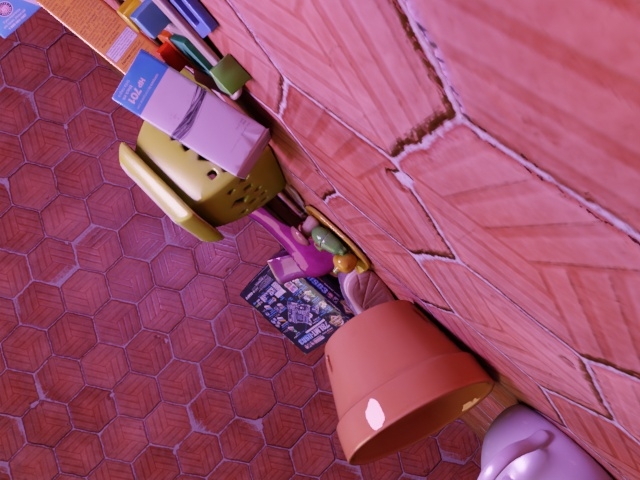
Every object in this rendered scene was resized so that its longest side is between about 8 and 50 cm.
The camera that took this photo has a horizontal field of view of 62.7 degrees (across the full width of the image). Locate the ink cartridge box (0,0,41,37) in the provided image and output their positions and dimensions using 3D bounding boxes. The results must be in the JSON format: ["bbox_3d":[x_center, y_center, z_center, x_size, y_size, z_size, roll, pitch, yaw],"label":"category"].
[{"bbox_3d":[-0.670,-0.582,1.011,0.197,0.198,0.270,41,174,39],"label":"ink cartridge box"}]

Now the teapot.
[{"bbox_3d":[0.365,0.421,0.898,0.256,0.187,0.252,45,174,5],"label":"teapot"}]

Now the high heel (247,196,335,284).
[{"bbox_3d":[-0.084,-0.082,1.199,0.377,0.181,0.127,63,-158,-19],"label":"high heel"}]

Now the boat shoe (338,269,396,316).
[{"bbox_3d":[0.130,0.159,1.171,0.285,0.103,0.092,52,177,-30],"label":"boat shoe"}]

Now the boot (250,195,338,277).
[{"bbox_3d":[-0.067,-0.027,1.459,0.264,0.096,0.280,33,177,34],"label":"boot"}]

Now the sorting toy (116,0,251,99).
[{"bbox_3d":[-0.202,-0.268,0.682,0.196,0.047,0.347,49,173,-39],"label":"sorting toy"}]

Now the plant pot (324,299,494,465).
[{"bbox_3d":[0.136,0.249,0.968,0.203,0.290,0.291,60,-177,32],"label":"plant pot"}]

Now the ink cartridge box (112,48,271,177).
[{"bbox_3d":[-0.173,-0.170,0.745,0.190,0.082,0.139,33,-178,-5],"label":"ink cartridge box"}]

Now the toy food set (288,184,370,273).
[{"bbox_3d":[0.000,0.000,1.055,0.218,0.071,0.128,43,174,20],"label":"toy food set"}]

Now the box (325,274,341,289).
[{"bbox_3d":[0.001,0.182,1.812,0.296,0.183,0.294,47,174,-9],"label":"box"}]

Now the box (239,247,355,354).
[{"bbox_3d":[-0.068,0.186,1.581,0.293,0.073,0.295,41,139,-5],"label":"box"}]

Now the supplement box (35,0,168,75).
[{"bbox_3d":[-0.372,-0.364,0.899,0.233,0.080,0.078,37,-175,-15],"label":"supplement box"}]

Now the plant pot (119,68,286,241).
[{"bbox_3d":[-0.223,-0.136,0.988,0.227,0.207,0.228,43,175,12],"label":"plant pot"}]
